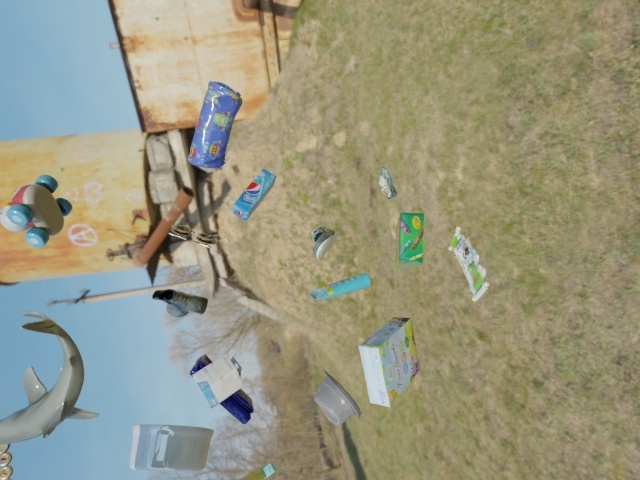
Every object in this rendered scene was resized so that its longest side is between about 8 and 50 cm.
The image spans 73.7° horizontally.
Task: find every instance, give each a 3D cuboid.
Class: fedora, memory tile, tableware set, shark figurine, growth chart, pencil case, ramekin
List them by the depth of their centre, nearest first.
[{"bbox_3d":[-0.434,0.251,0.692,0.279,0.166,0.116,-63,24,15],"label":"shark figurine"},{"bbox_3d":[-0.914,0.644,1.184,0.148,0.113,0.012,60,163,28],"label":"memory tile"},{"bbox_3d":[0.462,0.071,1.338,0.172,0.021,0.238,80,177,-55],"label":"growth chart"},{"bbox_3d":[-0.518,0.720,1.478,0.277,0.276,0.135,95,178,-62],"label":"ramekin"},{"bbox_3d":[-0.371,-0.399,1.515,0.306,0.133,0.119,-69,25,17],"label":"pencil case"},{"bbox_3d":[-0.538,-0.031,1.828,0.128,0.194,0.039,-87,16,-75],"label":"tableware set"},{"bbox_3d":[0.054,0.706,1.878,0.275,0.124,0.244,21,145,60],"label":"fedora"}]

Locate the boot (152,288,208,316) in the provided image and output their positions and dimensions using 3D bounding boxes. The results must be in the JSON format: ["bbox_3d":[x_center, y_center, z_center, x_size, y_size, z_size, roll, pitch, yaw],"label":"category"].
[{"bbox_3d":[-0.527,0.210,1.523,0.246,0.161,0.084,-12,59,42],"label":"boot"}]

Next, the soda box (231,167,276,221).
[{"bbox_3d":[-0.253,-0.177,1.640,0.210,0.067,0.071,-59,1,-32],"label":"soda box"}]

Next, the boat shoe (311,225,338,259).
[{"bbox_3d":[0.000,0.000,1.827,0.116,0.099,0.319,-60,-5,15],"label":"boat shoe"}]

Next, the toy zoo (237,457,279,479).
[{"bbox_3d":[-0.214,0.580,0.958,0.030,0.293,0.192,55,-166,21],"label":"toy zoo"}]

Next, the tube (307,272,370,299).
[{"bbox_3d":[0.065,0.160,1.434,0.080,0.206,0.052,-170,66,-72],"label":"tube"}]

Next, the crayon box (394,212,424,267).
[{"bbox_3d":[0.312,0.009,1.520,0.278,0.081,0.166,52,-139,-79],"label":"crayon box"}]

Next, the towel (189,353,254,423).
[{"bbox_3d":[-0.392,0.594,1.748,0.308,0.076,0.227,46,173,-5],"label":"towel"}]

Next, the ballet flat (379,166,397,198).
[{"bbox_3d":[0.310,-0.261,2.008,0.188,0.070,0.070,55,-168,-43],"label":"ballet flat"}]

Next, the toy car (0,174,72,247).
[{"bbox_3d":[-1.106,-0.105,1.580,0.219,0.237,0.211,-86,-9,-47],"label":"toy car"}]

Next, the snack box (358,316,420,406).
[{"bbox_3d":[0.203,0.339,1.219,0.070,0.207,0.175,-4,102,39],"label":"snack box"}]

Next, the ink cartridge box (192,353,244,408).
[{"bbox_3d":[-0.324,0.452,1.395,0.092,0.143,0.090,33,144,47],"label":"ink cartridge box"}]
